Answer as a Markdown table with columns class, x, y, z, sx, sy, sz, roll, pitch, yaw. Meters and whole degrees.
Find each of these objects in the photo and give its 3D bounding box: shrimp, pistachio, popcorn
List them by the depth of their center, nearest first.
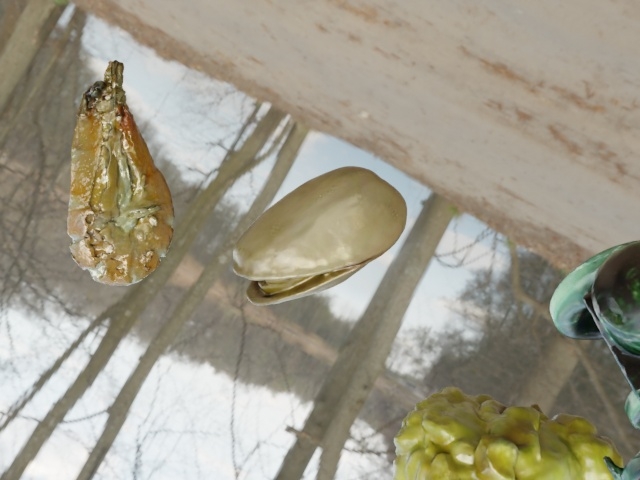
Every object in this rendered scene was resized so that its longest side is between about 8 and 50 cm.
| class | x | y | z | sx | sy | sz | roll | pitch | yaw |
| --- | --- | --- | --- | --- | --- | --- | --- | --- | --- |
| shrimp | -0.168 | -0.055 | 0.661 | 0.091 | 0.184 | 0.043 | -9 | -175 | -33 |
| pistachio | 0.000 | 0.000 | 0.907 | 0.131 | 0.206 | 0.129 | 46 | 166 | 51 |
| popcorn | 0.214 | 0.275 | 1.005 | 0.286 | 0.174 | 0.225 | 2 | -164 | -29 |

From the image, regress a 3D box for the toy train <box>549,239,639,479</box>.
| class | x | y | z | sx | sy | sz | roll | pitch | yaw |
| --- | --- | --- | --- | --- | --- | --- | --- | --- | --- |
| toy train | 0.348 | 0.098 | 0.586 | 0.442 | 0.272 | 0.179 | 41 | -156 | -46 |
